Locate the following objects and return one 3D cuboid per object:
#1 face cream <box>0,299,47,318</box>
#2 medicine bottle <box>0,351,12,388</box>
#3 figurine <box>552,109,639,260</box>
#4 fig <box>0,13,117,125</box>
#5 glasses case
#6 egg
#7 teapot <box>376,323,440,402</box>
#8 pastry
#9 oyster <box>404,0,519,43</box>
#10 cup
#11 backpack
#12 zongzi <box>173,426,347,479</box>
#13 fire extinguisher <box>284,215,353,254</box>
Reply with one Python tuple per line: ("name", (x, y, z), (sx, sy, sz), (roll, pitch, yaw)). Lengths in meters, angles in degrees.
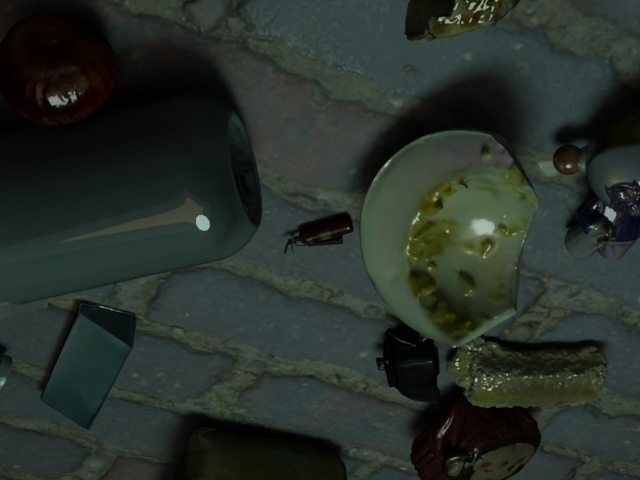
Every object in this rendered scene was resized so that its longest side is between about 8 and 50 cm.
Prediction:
("face cream", (-0.497, -0.002, 1.143), (0.234, 0.137, 0.420), (-16, 144, -20))
("medicine bottle", (-0.585, 0.167, 1.349), (0.216, 0.090, 0.090), (33, 128, -32))
("figurine", (0.376, -0.060, 1.106), (0.193, 0.133, 0.274), (18, 145, -19))
("fig", (-0.298, -0.178, 0.966), (0.150, 0.128, 0.128), (-30, 130, 35))
("glasses case", (-0.371, 0.198, 1.428), (0.105, 0.056, 0.266), (34, 131, -1))
("egg", (0.173, -0.021, 1.117), (0.206, 0.161, 0.271), (22, 112, 31))
("teapot", (0.137, 0.193, 1.401), (0.096, 0.087, 0.177), (-5, 137, 11))
("pastry", (0.336, 0.216, 1.432), (0.258, 0.089, 0.121), (4, 125, -10))
("oyster", (0.188, -0.315, 0.822), (0.110, 0.166, 0.341), (25, 115, -14))
("cup", (-0.236, -0.053, 1.041), (0.312, 0.205, 0.205), (-12, 136, 8))
("backpack", (0.260, 0.360, 1.552), (0.229, 0.139, 0.229), (-15, 146, -11))
("zongzi", (-0.141, 0.499, 1.667), (0.323, 0.160, 0.360), (16, 134, -17))
("fire extinguisher", (-0.001, -0.005, 1.229), (0.100, 0.032, 0.046), (-16, 169, 15))
